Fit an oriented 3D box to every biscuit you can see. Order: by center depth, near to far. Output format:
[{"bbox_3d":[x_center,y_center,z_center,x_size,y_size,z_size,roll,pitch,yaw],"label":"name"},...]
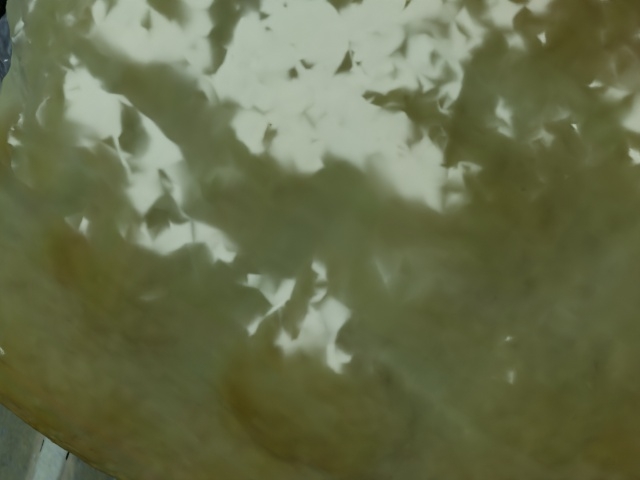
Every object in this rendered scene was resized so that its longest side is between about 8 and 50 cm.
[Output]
[{"bbox_3d":[0.000,0.000,0.565,0.446,0.104,0.429,39,116,6],"label":"biscuit"}]

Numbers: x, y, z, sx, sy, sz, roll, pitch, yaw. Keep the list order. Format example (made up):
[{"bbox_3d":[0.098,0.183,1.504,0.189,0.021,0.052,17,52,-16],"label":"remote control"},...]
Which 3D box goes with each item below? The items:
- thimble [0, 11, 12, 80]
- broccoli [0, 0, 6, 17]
[{"bbox_3d":[-0.122,-0.115,0.720,0.097,0.150,0.150,52,127,23],"label":"thimble"},{"bbox_3d":[-0.378,-0.224,0.850,0.298,0.297,0.297,1,99,7],"label":"broccoli"}]
